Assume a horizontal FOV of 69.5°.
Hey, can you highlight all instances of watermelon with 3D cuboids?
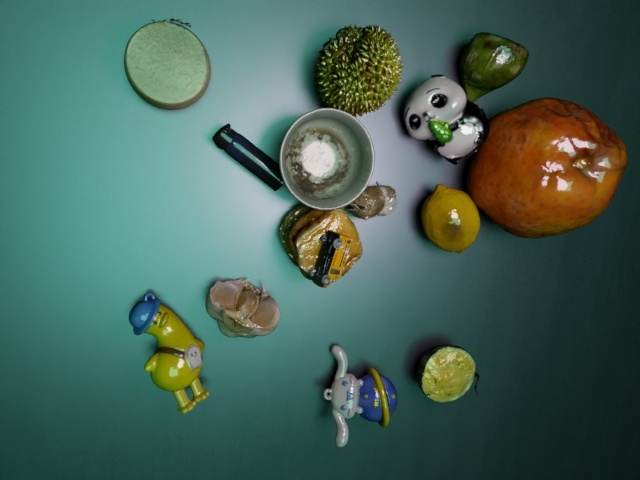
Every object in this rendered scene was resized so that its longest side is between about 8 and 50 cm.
[{"bbox_3d":[0.443,0.463,1.649,0.231,0.127,0.204,-6,100,-14],"label":"watermelon"}]

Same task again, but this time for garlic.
[{"bbox_3d":[-0.240,0.223,1.413,0.229,0.178,0.143,21,124,-1],"label":"garlic"}]

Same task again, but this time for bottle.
[{"bbox_3d":[-0.208,-0.246,1.376,0.244,0.082,0.072,38,42,-19],"label":"bottle"}]

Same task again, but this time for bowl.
[{"bbox_3d":[0.006,-0.244,1.375,0.288,0.146,0.290,-4,105,-14],"label":"bowl"}]

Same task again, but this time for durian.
[{"bbox_3d":[0.111,-0.482,1.339,0.291,0.291,0.224,-51,148,-4],"label":"durian"}]

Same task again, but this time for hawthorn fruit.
[{"bbox_3d":[0.722,-0.231,1.467,0.470,0.471,0.473,-3,99,-16],"label":"hawthorn fruit"}]

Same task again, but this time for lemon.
[{"bbox_3d":[0.431,-0.067,1.532,0.188,0.188,0.257,-29,107,-10],"label":"lemon"}]

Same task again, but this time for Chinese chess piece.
[{"bbox_3d":[-0.415,-0.480,1.266,0.237,0.092,0.238,-2,99,-15],"label":"Chinese chess piece"}]

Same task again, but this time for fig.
[{"bbox_3d":[0.534,-0.539,1.498,0.202,0.203,0.236,16,116,-18],"label":"fig"}]

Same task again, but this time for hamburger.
[{"bbox_3d":[0.000,0.000,1.432,0.244,0.163,0.245,-5,102,-24],"label":"hamburger"}]

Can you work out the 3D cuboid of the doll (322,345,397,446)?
[{"bbox_3d":[0.129,0.501,1.571,0.242,0.159,0.311,-15,79,-1],"label":"doll"}]

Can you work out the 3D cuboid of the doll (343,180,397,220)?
[{"bbox_3d":[0.152,-0.116,1.467,0.221,0.115,0.105,-23,150,-37],"label":"doll"}]

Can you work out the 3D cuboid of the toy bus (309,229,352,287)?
[{"bbox_3d":[0.032,0.057,1.330,0.074,0.069,0.162,14,96,-37],"label":"toy bus"}]

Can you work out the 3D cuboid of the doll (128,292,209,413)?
[{"bbox_3d":[-0.444,0.323,1.375,0.199,0.145,0.364,-29,99,-51],"label":"doll"}]

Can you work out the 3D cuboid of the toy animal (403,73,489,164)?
[{"bbox_3d":[0.392,-0.381,1.458,0.266,0.212,0.213,31,89,-20],"label":"toy animal"}]
